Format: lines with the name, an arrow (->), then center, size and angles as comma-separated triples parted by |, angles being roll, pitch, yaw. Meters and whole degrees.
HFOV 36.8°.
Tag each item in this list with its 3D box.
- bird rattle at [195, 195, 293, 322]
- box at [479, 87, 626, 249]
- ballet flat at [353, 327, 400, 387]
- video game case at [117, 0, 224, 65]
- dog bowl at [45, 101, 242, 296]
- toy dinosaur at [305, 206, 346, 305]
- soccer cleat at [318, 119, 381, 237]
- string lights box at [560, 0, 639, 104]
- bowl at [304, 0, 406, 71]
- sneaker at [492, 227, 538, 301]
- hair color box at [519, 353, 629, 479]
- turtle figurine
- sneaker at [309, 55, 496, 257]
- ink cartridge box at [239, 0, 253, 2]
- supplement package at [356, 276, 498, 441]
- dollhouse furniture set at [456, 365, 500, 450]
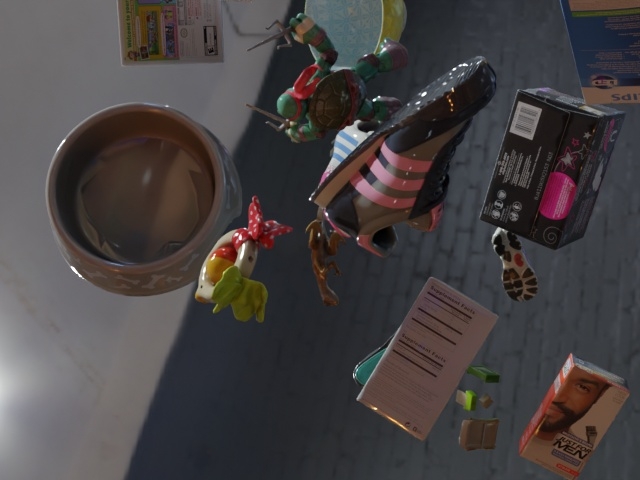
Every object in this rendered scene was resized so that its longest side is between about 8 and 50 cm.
bird rattle -> -0.181, 0.039, 1.975 | 0.143, 0.207, 0.253 | 24, -115, -38
box -> 0.410, -0.133, 1.713 | 0.142, 0.163, 0.247 | -14, -57, -53
ballet flat -> 0.150, 0.204, 1.770 | 0.074, 0.203, 0.074 | 56, 180, -1
video game case -> -0.281, -0.436, 1.795 | 0.023, 0.193, 0.212 | -100, 8, -79
dog bowl -> -0.313, -0.081, 1.673 | 0.102, 0.349, 0.348 | 85, -167, -76
toy dinosaur -> 0.000, 0.000, 1.557 | 0.112, 0.064, 0.211 | 110, 161, -65
soccer cleat -> 0.081, -0.152, 2.006 | 0.116, 0.143, 0.331 | 37, -144, -26
string lights box -> 0.399, -0.286, 1.266 | 0.259, 0.133, 0.076 | 55, -135, -51
bowl -> 0.109, -0.528, 2.269 | 0.156, 0.289, 0.289 | -8, -76, -38
sneaker -> 0.390, 0.040, 1.903 | 0.071, 0.068, 0.169 | -57, -47, -62
hair color box -> 0.373, 0.262, 1.422 | 0.053, 0.093, 0.167 | -54, -11, -71
turtle figurine -> 0.007, -0.187, 1.215 | 0.234, 0.118, 0.175 | -13, -43, -37
sneaker -> 0.116, -0.085, 1.081 | 0.112, 0.131, 0.319 | -45, 4, -35
ink cartridge box -> -0.164, -0.487, 1.634 | 0.090, 0.092, 0.143 | -6, -64, -35
supplement package -> 0.186, 0.198, 1.652 | 0.244, 0.134, 0.139 | -59, -9, 1
dollhouse furniture set -> 0.293, 0.316, 1.809 | 0.058, 0.076, 0.151 | 21, 106, 62
